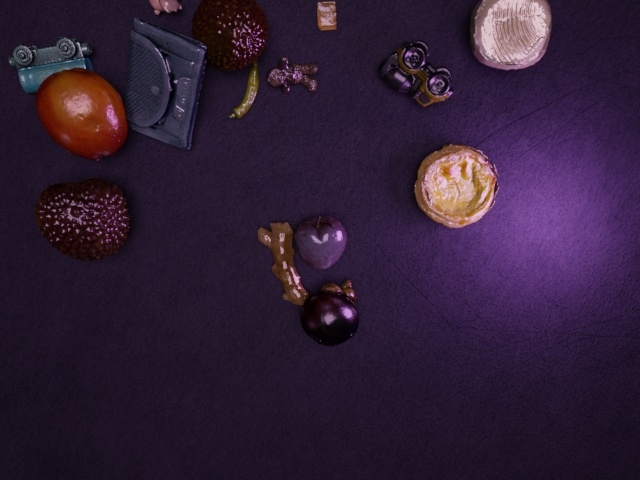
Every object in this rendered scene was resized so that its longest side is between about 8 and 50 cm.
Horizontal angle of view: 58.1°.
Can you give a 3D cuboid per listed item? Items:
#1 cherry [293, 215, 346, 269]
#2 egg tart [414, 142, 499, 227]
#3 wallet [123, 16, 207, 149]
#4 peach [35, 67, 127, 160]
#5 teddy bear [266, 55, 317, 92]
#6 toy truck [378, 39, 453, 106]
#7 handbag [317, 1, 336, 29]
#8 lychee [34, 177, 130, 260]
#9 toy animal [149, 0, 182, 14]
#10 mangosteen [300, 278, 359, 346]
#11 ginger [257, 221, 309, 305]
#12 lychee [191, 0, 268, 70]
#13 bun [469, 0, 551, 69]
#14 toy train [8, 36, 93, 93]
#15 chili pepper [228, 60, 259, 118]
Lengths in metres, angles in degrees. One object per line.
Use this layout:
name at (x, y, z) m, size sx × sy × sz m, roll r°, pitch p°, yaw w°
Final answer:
cherry at (0.004, 0.001, 1.849) m, size 0.176 × 0.140 × 0.176 m, roll -1°, pitch 121°, yaw -2°
egg tart at (0.435, -0.177, 1.873) m, size 0.279 × 0.095 × 0.279 m, roll 0°, pitch 94°, yaw -7°
wallet at (-0.476, -0.454, 1.719) m, size 0.237 × 0.075 × 0.342 m, roll 24°, pitch 125°, yaw 5°
peach at (-0.694, -0.369, 1.707) m, size 0.281 × 0.238 × 0.281 m, roll 17°, pitch 129°, yaw 22°
teddy bear at (-0.091, -0.523, 1.813) m, size 0.160 × 0.078 × 0.119 m, roll -4°, pitch 131°, yaw -9°
toy truck at (0.303, -0.511, 1.809) m, size 0.224 × 0.147 × 0.165 m, roll 44°, pitch 117°, yaw -9°
handbag at (0.021, -0.708, 1.816) m, size 0.061 × 0.027 × 0.083 m, roll -2°, pitch 96°, yaw -1°
lychee at (-0.712, -0.060, 1.749) m, size 0.267 × 0.267 × 0.267 m, roll 0°, pitch 97°, yaw -3°
toy animal at (-0.479, -0.731, 1.770) m, size 0.082 × 0.091 × 0.114 m, roll -37°, pitch 84°, yaw 30°
mangosteen at (0.038, 0.225, 1.864) m, size 0.194 × 0.194 × 0.230 m, roll 19°, pitch 70°, yaw -5°
ginger at (-0.107, 0.082, 1.887) m, size 0.118 × 0.065 × 0.299 m, roll -19°, pitch 96°, yaw 13°
lychee at (-0.263, -0.618, 1.707) m, size 0.236 × 0.271 × 0.236 m, roll -10°, pitch 122°, yaw -16°
bun at (0.580, -0.656, 1.788) m, size 0.259 × 0.152 × 0.259 m, roll 2°, pitch 102°, yaw 9°
toy train at (-0.815, -0.532, 1.768) m, size 0.248 × 0.101 × 0.159 m, roll -11°, pitch 111°, yaw 0°
chili pepper at (-0.225, -0.472, 1.830) m, size 0.049 × 0.043 × 0.208 m, roll 25°, pitch 90°, yaw 20°
